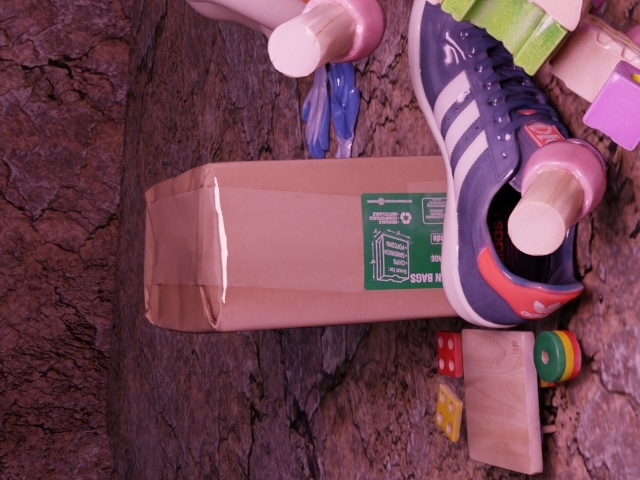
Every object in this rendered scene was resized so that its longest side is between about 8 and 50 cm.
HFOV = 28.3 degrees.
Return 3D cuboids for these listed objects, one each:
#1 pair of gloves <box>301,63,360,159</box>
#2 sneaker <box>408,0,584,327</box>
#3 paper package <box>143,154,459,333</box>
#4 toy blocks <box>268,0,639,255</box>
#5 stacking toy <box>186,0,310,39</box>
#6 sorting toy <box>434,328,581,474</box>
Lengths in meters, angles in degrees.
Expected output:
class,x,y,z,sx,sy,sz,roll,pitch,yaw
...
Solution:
class,x,y,z,sx,sy,sz,roll,pitch,yaw
pair of gloves,0.010,-0.180,1.743,0.198,0.023,0.159,-145,55,-66
sneaker,0.176,-0.099,1.146,0.148,0.131,0.350,-14,84,63
paper package,0.001,0.007,1.332,0.309,0.324,0.168,173,94,-71
toy blocks,0.175,-0.201,0.962,0.309,0.288,0.260,-55,-6,29
stacking toy,-0.053,-0.493,1.489,0.480,0.350,0.350,-65,24,6
sorting toy,0.186,0.152,1.241,0.274,0.046,0.132,171,96,-70
